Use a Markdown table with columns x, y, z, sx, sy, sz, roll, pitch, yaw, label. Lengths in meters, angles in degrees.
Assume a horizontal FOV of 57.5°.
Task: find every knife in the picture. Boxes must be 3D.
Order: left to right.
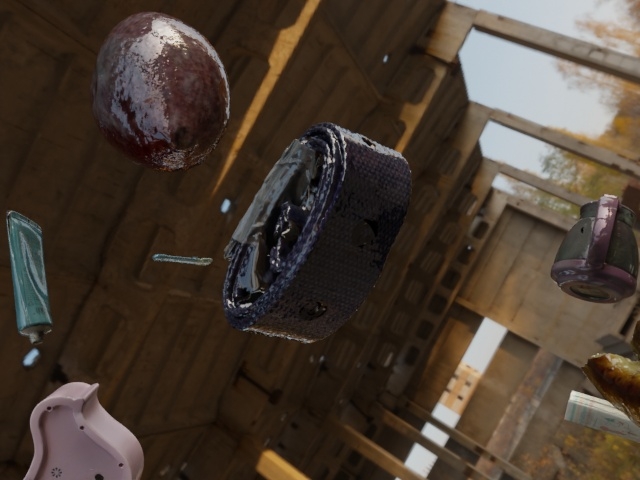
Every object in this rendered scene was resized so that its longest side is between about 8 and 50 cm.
| x | y | z | sx | sy | sz | roll | pitch | yaw | label |
| --- | --- | --- | --- | --- | --- | --- | --- | --- | --- |
| -0.218 | 0.029 | 0.922 | 0.096 | 0.010 | 0.027 | 7 | -27 | -34 | knife |

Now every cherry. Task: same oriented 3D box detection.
| x | y | z | sx | sy | sz | roll | pitch | yaw | label |
| --- | --- | --- | --- | --- | --- | --- | --- | --- | --- |
| -0.247 | -0.222 | 0.914 | 0.203 | 0.300 | 0.230 | 18 | -60 | -45 | cherry |

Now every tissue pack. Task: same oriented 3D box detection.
| x | y | z | sx | sy | sz | roll | pitch | yaw | label |
| --- | --- | --- | --- | --- | --- | --- | --- | --- | --- |
| 0.372 | 0.227 | 0.746 | 0.023 | 0.108 | 0.056 | -59 | -29 | -32 | tissue pack |

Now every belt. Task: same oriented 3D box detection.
| x | y | z | sx | sy | sz | roll | pitch | yaw | label |
| --- | --- | --- | --- | --- | --- | --- | --- | --- | --- |
| 0.000 | 0.000 | 0.602 | 0.126 | 0.139 | 0.230 | 18 | -70 | -35 | belt |

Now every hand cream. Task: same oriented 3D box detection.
| x | y | z | sx | sy | sz | roll | pitch | yaw | label |
| --- | --- | --- | --- | --- | --- | --- | --- | --- | --- |
| -0.464 | 0.059 | 0.932 | 0.048 | 0.224 | 0.083 | -22 | -26 | 6 | hand cream |

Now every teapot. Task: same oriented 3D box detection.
| x | y | z | sx | sy | sz | roll | pitch | yaw | label |
| --- | --- | --- | --- | --- | --- | --- | --- | --- | --- |
| 0.404 | 0.005 | 0.861 | 0.148 | 0.116 | 0.145 | 32 | -110 | -32 | teapot |

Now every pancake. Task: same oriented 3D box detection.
| x | y | z | sx | sy | sz | roll | pitch | yaw | label |
| --- | --- | --- | --- | --- | --- | --- | --- | --- | --- |
| 0.345 | 0.114 | 0.557 | 0.212 | 0.056 | 0.257 | -77 | -2 | -55 | pancake |

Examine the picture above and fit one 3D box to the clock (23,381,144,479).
| x | y | z | sx | sy | sz | roll | pitch | yaw | label |
| --- | --- | --- | --- | --- | --- | --- | --- | --- | --- |
| -0.478 | 0.420 | 1.066 | 0.291 | 0.275 | 0.080 | -24 | 7 | 3 | clock |
